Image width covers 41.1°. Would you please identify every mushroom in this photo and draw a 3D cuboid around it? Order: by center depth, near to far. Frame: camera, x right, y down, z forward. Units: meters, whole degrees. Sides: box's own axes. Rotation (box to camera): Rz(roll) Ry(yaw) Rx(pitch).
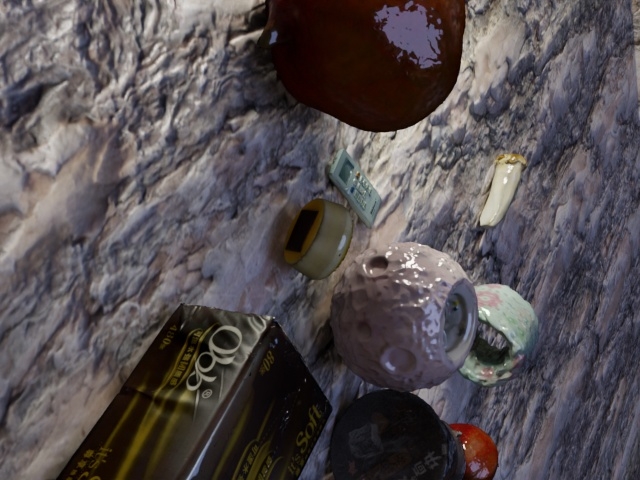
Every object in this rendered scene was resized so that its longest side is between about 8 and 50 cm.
[{"bbox_3d":[0.428,-0.113,2.011,0.071,0.084,0.209,35,65,-30],"label":"mushroom"}]

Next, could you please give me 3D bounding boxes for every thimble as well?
[{"bbox_3d":[0.367,0.200,1.867,0.211,0.185,0.149,53,38,0],"label":"thimble"}]

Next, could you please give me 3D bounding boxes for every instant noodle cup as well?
[{"bbox_3d":[0.154,0.388,1.533,0.207,0.217,0.217,38,62,-60],"label":"instant noodle cup"}]

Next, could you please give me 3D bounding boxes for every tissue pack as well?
[{"bbox_3d":[-0.160,0.272,1.029,0.370,0.198,0.210,-60,135,-35],"label":"tissue pack"}]

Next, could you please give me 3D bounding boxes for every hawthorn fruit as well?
[{"bbox_3d":[0.066,-0.315,1.263,0.311,0.295,0.295,30,67,-29],"label":"hawthorn fruit"},{"bbox_3d":[0.292,0.462,1.800,0.188,0.169,0.169,-32,120,-56],"label":"hawthorn fruit"}]

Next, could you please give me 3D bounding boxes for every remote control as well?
[{"bbox_3d":[0.060,-0.087,1.485,0.162,0.029,0.061,50,51,-42],"label":"remote control"}]

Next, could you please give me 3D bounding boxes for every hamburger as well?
[{"bbox_3d":[0.000,0.000,1.318,0.081,0.141,0.126,27,66,-25],"label":"hamburger"}]

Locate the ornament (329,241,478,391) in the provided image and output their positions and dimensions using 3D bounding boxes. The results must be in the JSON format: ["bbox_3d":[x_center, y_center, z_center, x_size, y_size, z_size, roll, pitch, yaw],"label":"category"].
[{"bbox_3d":[0.135,0.126,1.444,0.259,0.225,0.259,-13,106,-56],"label":"ornament"}]
